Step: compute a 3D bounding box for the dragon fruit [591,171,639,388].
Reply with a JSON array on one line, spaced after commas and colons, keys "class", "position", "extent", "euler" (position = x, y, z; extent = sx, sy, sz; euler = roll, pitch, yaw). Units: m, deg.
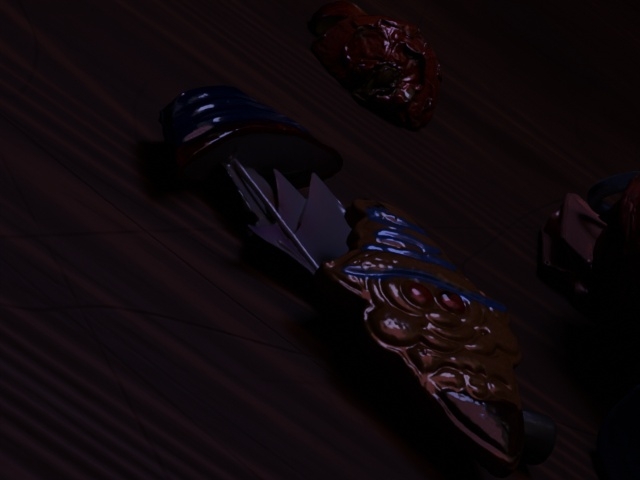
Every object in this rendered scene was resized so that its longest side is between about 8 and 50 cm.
[{"class": "dragon fruit", "position": [0.400, 0.026, 1.779], "extent": [0.295, 0.302, 0.296], "euler": [17, 40, -15]}]

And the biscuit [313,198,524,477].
[{"class": "biscuit", "position": [0.088, 0.068, 1.496], "extent": [0.183, 0.043, 0.280], "euler": [7, 39, -35]}]

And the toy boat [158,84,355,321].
[{"class": "toy boat", "position": [0.000, -0.015, 1.589], "extent": [0.318, 0.072, 0.219], "euler": [41, 24, -1]}]

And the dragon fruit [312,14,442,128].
[{"class": "dragon fruit", "position": [0.081, -0.181, 2.027], "extent": [0.162, 0.083, 0.106], "euler": [30, 26, -27]}]

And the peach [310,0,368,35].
[{"class": "peach", "position": [0.034, -0.229, 2.091], "extent": [0.077, 0.050, 0.083], "euler": [12, 37, -46]}]

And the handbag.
[{"class": "handbag", "position": [0.323, 0.047, 1.969], "extent": [0.212, 0.059, 0.157], "euler": [34, 21, -6]}]

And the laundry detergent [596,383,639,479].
[{"class": "laundry detergent", "position": [0.375, 0.227, 1.640], "extent": [0.290, 0.094, 0.143], "euler": [27, 20, -25]}]

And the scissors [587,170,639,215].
[{"class": "scissors", "position": [0.490, -0.033, 1.991], "extent": [0.383, 0.256, 0.029], "euler": [20, 57, -33]}]

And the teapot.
[{"class": "teapot", "position": [0.133, 0.143, 1.505], "extent": [0.110, 0.043, 0.043], "euler": [21, 27, -30]}]
